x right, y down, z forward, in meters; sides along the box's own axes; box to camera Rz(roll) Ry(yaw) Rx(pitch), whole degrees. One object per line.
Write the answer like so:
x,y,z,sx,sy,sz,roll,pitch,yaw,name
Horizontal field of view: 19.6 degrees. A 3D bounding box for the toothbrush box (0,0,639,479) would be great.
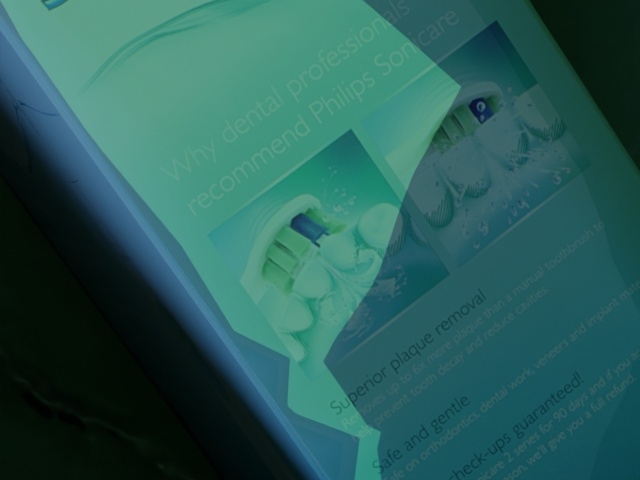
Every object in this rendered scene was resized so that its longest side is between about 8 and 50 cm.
0.000,0.000,0.577,0.126,0.216,0.295,-38,100,-12,toothbrush box
